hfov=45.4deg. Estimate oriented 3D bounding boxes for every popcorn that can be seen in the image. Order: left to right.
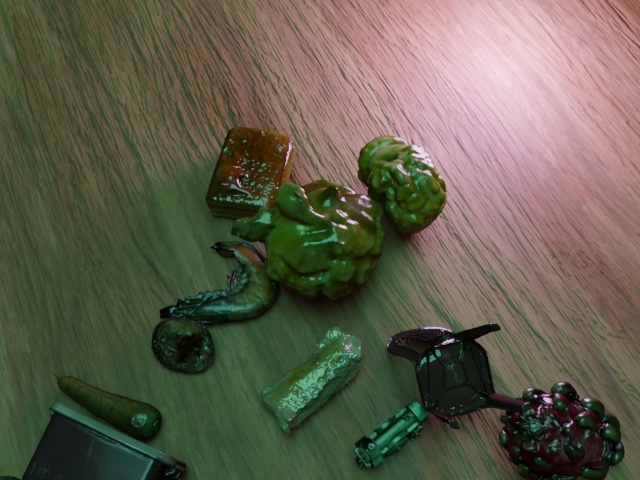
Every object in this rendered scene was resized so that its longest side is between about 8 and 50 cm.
[{"bbox_3d":[-0.006,0.003,1.742,0.335,0.274,0.279,-25,78,-40],"label":"popcorn"},{"bbox_3d":[0.201,-0.124,1.843,0.173,0.225,0.286,-28,26,-3],"label":"popcorn"}]

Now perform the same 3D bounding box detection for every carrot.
[{"bbox_3d":[-0.484,0.355,1.684,0.298,0.078,0.078,19,63,19],"label":"carrot"}]

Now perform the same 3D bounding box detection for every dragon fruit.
[{"bbox_3d":[0.497,0.395,1.541,0.272,0.198,0.219,-3,78,1],"label":"dragon fruit"}]

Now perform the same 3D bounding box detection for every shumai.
[{"bbox_3d":[-0.317,0.231,1.712,0.139,0.105,0.123,24,84,25],"label":"shumai"}]

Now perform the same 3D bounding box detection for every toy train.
[{"bbox_3d":[0.148,0.409,1.605,0.178,0.105,0.071,-35,69,-16],"label":"toy train"}]

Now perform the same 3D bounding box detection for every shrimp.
[{"bbox_3d":[-0.250,0.102,1.818,0.290,0.054,0.222,-16,62,-7],"label":"shrimp"}]

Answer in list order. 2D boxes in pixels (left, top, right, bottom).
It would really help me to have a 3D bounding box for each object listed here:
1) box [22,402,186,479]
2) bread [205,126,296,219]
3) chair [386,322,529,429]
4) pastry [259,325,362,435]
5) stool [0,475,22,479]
[{"bbox_3d":[-0.440,0.466,1.548,0.294,0.193,0.168,20,69,13],"label":"box"},{"bbox_3d":[-0.174,-0.169,1.936,0.184,0.110,0.234,9,61,6],"label":"bread"},{"bbox_3d":[0.268,0.272,1.599,0.175,0.326,0.183,-10,85,-12],"label":"chair"},{"bbox_3d":[-0.016,0.302,1.678,0.258,0.089,0.121,-41,64,-20],"label":"pastry"},{"bbox_3d":[-0.578,0.640,1.403,0.297,0.297,0.330,-40,63,-18],"label":"stool"}]
